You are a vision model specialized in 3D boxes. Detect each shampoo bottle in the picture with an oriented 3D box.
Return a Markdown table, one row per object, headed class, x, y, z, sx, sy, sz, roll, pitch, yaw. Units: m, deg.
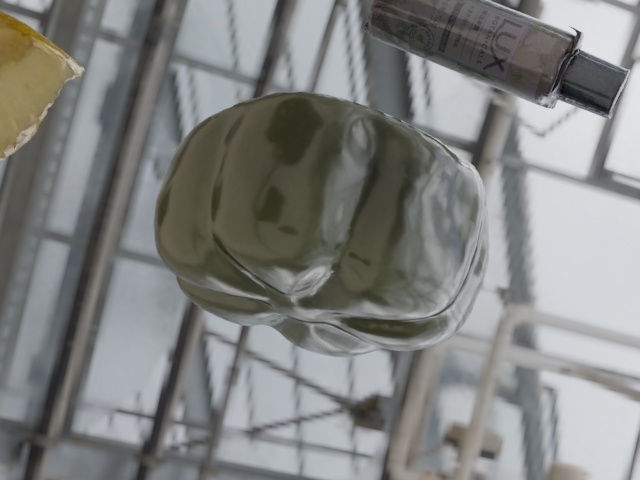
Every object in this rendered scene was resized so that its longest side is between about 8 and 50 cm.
| class | x | y | z | sx | sy | sz | roll | pitch | yaw |
| --- | --- | --- | --- | --- | --- | --- | --- | --- | --- |
| shampoo bottle | 0.145 | -0.158 | 1.430 | 0.072 | 0.214 | 0.072 | -59 | 165 | -27 |

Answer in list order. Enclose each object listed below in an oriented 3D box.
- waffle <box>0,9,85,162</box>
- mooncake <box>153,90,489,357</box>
| class | x | y | z | sx | sy | sz | roll | pitch | yaw |
| --- | --- | --- | --- | --- | --- | --- | --- | --- | --- |
| waffle | -0.268 | -0.047 | 0.953 | 0.248 | 0.055 | 0.221 | -45 | -145 | -11 |
| mooncake | 0.000 | 0.000 | 1.373 | 0.275 | 0.275 | 0.135 | -23 | -134 | 56 |
